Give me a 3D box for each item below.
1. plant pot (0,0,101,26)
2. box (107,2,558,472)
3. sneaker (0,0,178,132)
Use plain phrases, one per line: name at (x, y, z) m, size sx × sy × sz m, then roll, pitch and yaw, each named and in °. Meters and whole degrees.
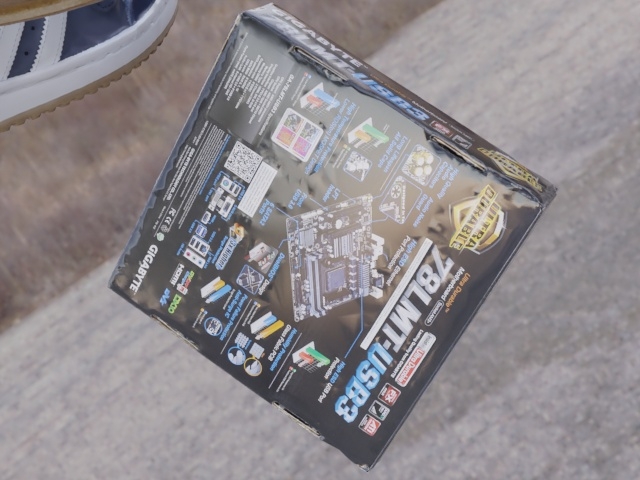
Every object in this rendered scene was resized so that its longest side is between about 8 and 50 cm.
plant pot at (-0.126, -0.077, 0.284) m, size 0.236 × 0.032 × 0.236 m, roll -5°, pitch -1°, yaw 0°
box at (0.000, 0.000, 1.062) m, size 0.295 × 0.293 × 0.073 m, roll -61°, pitch -9°, yaw 25°
sneaker at (-0.177, -0.130, 0.573) m, size 0.099 × 0.153 × 0.282 m, roll 14°, pitch 36°, yaw 34°
